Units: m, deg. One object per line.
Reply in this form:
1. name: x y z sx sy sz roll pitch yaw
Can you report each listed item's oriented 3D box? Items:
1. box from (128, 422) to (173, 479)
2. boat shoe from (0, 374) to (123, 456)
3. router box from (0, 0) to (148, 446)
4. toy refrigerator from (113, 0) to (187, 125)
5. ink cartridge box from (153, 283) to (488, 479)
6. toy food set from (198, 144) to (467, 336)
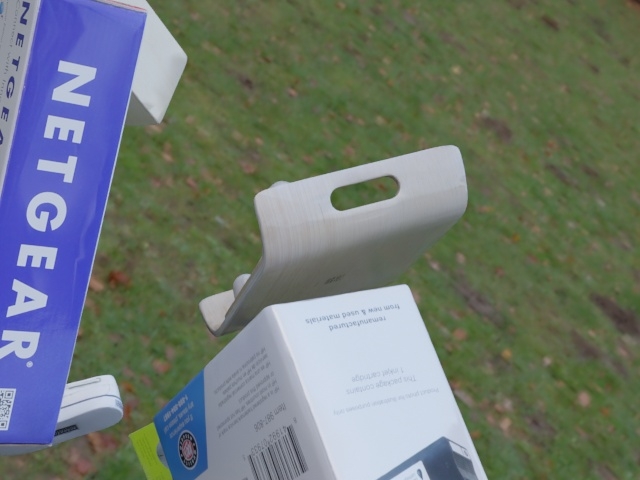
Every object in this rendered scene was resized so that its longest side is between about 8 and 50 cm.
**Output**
1. box: -0.135 0.245 1.349 0.042 0.178 0.109 -7 70 -63
2. boat shoe: -0.474 0.294 1.933 0.096 0.268 0.088 73 0 -53
3. router box: -0.270 -0.048 0.909 0.082 0.335 0.301 8 10 -35
4. toy refrigerator: -0.261 -0.244 1.218 0.269 0.094 0.102 52 47 -48
5. ink cartridge box: 0.021 0.282 1.037 0.166 0.285 0.394 -7 67 -35
6. toy food set: 0.000 0.000 1.195 0.220 0.306 0.092 -15 75 -22
